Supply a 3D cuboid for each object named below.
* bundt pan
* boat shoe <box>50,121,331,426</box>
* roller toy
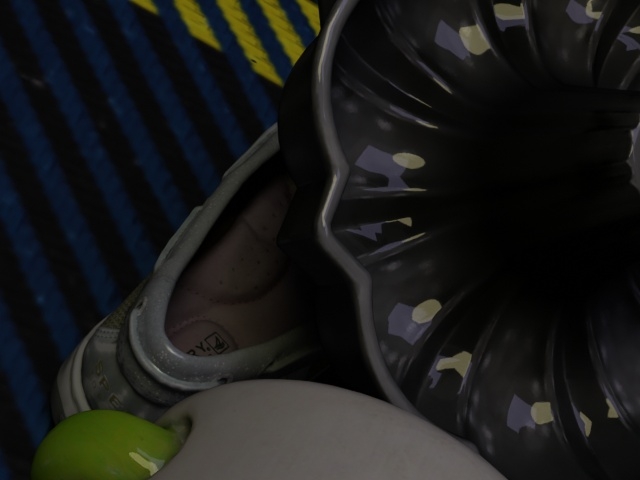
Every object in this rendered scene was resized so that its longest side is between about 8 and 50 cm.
[{"bbox_3d":[0.124,-0.027,0.643,0.330,0.124,0.331,2,84,-23],"label":"bundt pan"},{"bbox_3d":[-0.003,-0.001,0.715,0.118,0.103,0.320,44,45,5],"label":"boat shoe"},{"bbox_3d":[-0.011,0.161,0.517,0.209,0.191,0.146,3,38,28],"label":"roller toy"}]
